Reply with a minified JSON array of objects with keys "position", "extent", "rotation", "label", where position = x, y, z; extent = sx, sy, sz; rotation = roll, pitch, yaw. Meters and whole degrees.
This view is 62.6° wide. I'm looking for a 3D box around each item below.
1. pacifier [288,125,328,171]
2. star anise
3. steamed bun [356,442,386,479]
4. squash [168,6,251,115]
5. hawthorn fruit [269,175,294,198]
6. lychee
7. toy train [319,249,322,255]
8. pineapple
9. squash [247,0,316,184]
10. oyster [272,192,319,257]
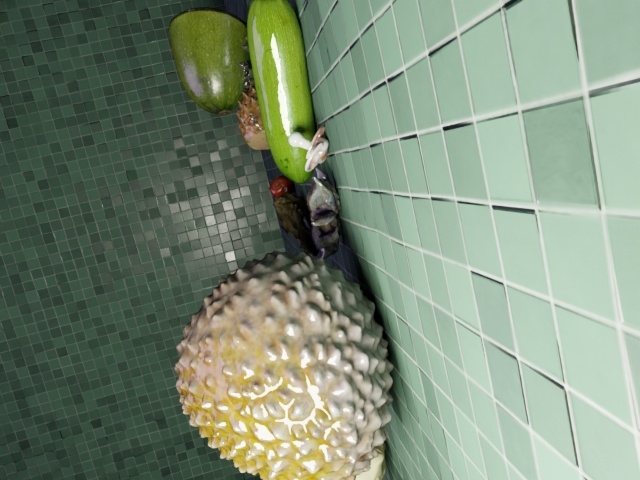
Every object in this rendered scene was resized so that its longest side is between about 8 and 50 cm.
[{"position":[-0.026,-0.173,0.974],"extent":[0.081,0.078,0.099],"rotation":[-61,-5,-18],"label":"pacifier"},{"position":[0.008,-0.054,1.032],"extent":[0.180,0.061,0.204],"rotation":[-102,4,-60],"label":"star anise"},{"position":[0.019,0.501,1.245],"extent":[0.276,0.289,0.203],"rotation":[5,-72,-62],"label":"steamed bun"},{"position":[-0.399,-0.606,1.879],"extent":[0.310,0.310,0.309],"rotation":[106,167,-76],"label":"squash"},{"position":[-0.134,-0.176,1.794],"extent":[0.093,0.093,0.093],"rotation":[166,90,-83],"label":"hawthorn fruit"},{"position":[-0.058,0.216,0.903],"extent":[0.432,0.380,0.380],"rotation":[49,155,47],"label":"lychee"},{"position":[0.000,0.000,1.387],"extent":[0.017,0.017,0.083],"rotation":[144,111,-75],"label":"toy train"},{"position":[-0.154,-0.393,1.384],"extent":[0.170,0.141,0.310],"rotation":[31,-133,-64],"label":"pineapple"},{"position":[-0.071,-0.293,1.003],"extent":[0.107,0.107,0.395],"rotation":[-115,12,-55],"label":"squash"},{"position":[-0.062,-0.051,1.575],"extent":[0.294,0.094,0.166],"rotation":[57,-179,39],"label":"oyster"}]
